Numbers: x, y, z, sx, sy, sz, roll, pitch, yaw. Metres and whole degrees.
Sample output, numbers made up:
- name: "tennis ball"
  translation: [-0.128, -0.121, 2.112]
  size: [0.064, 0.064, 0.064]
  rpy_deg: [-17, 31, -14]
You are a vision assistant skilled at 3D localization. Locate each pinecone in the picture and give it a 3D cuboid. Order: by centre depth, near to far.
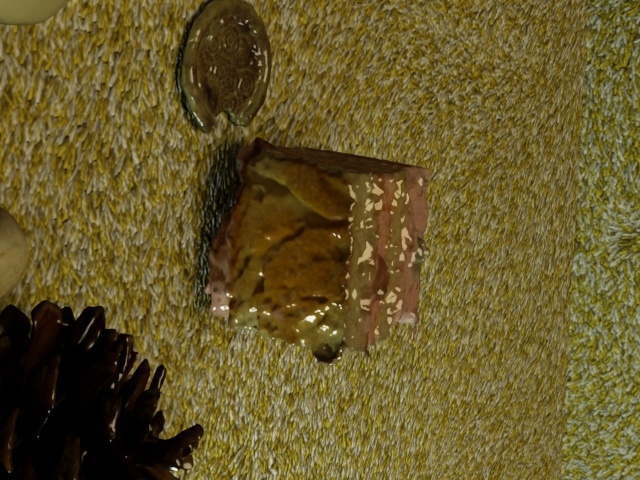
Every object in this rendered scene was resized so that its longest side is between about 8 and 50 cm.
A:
- name: "pinecone"
  translation: [-0.327, 0.268, 1.870]
  size: [0.398, 0.398, 0.397]
  rpy_deg: [-27, 122, -52]

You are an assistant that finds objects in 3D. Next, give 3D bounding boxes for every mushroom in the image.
- name: "mushroom"
  translation: [-0.441, 0.026, 1.833]
  size: [0.166, 0.127, 0.166]
  rpy_deg: [-38, 150, -26]

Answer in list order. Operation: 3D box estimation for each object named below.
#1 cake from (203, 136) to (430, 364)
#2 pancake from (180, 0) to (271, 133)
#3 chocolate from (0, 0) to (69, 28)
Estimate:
- name: "cake"
  translation: [0.000, 0.000, 2.385]
  size: [0.307, 0.293, 0.314]
  rpy_deg: [-17, 118, -61]
- name: "pancake"
  translation: [-0.143, -0.269, 2.302]
  size: [0.235, 0.029, 0.212]
  rpy_deg: [-27, 121, -54]
- name: "chocolate"
  translation: [-0.369, -0.399, 1.640]
  size: [0.314, 0.297, 0.326]
  rpy_deg: [22, 39, -46]
